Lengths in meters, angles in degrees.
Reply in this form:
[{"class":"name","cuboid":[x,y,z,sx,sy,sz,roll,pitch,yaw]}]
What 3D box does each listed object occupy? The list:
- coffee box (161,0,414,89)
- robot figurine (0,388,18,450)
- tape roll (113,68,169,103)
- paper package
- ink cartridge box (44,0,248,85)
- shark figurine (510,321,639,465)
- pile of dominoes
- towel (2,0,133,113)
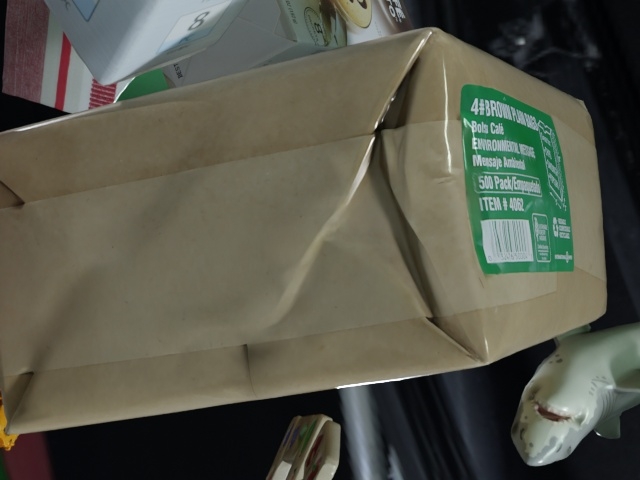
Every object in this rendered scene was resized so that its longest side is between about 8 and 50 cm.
[{"class":"coffee box","cuboid":[-0.034,-0.211,1.037,0.119,0.297,0.168,-22,-93,23]},{"class":"robot figurine","cuboid":[-0.386,0.120,1.486,0.211,0.291,0.085,-5,-45,24]},{"class":"tape roll","cuboid":[-0.066,-0.064,1.239,0.321,0.321,0.077,56,-15,24]},{"class":"paper package","cuboid":[0.000,0.000,0.756,0.309,0.325,0.168,-11,-95,23]},{"class":"ink cartridge box","cuboid":[-0.086,-0.296,0.534,0.308,0.091,0.385,57,-36,8]},{"class":"shark figurine","cuboid":[0.256,0.112,0.898,0.166,0.278,0.116,-105,-165,-53]},{"class":"pile of dominoes","cuboid":[-0.062,0.200,0.654,0.196,0.040,0.251,131,-17,-76]},{"class":"towel","cuboid":[-0.260,-0.252,1.631,0.329,0.037,0.237,17,-48,-1]}]
